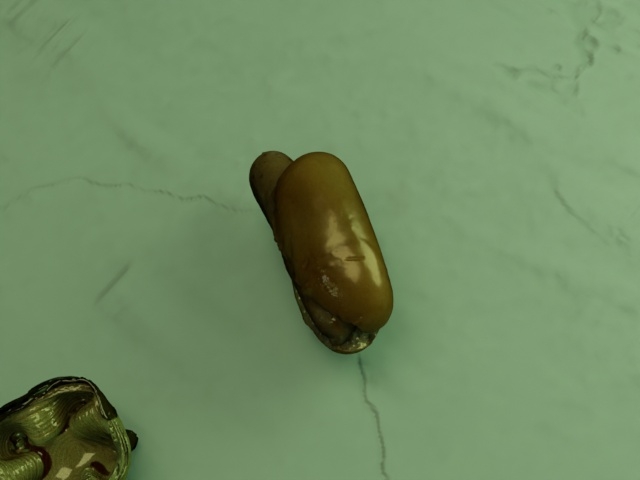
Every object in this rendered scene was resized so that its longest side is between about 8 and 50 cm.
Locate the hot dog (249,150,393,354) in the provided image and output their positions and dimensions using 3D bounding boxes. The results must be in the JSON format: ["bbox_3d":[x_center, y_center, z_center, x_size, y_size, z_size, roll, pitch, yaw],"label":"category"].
[{"bbox_3d":[0.000,-0.001,1.132,0.060,0.090,0.140,-13,64,-4],"label":"hot dog"}]

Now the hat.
[{"bbox_3d":[-0.144,0.120,1.117,0.077,0.059,0.076,-28,78,1],"label":"hat"}]
